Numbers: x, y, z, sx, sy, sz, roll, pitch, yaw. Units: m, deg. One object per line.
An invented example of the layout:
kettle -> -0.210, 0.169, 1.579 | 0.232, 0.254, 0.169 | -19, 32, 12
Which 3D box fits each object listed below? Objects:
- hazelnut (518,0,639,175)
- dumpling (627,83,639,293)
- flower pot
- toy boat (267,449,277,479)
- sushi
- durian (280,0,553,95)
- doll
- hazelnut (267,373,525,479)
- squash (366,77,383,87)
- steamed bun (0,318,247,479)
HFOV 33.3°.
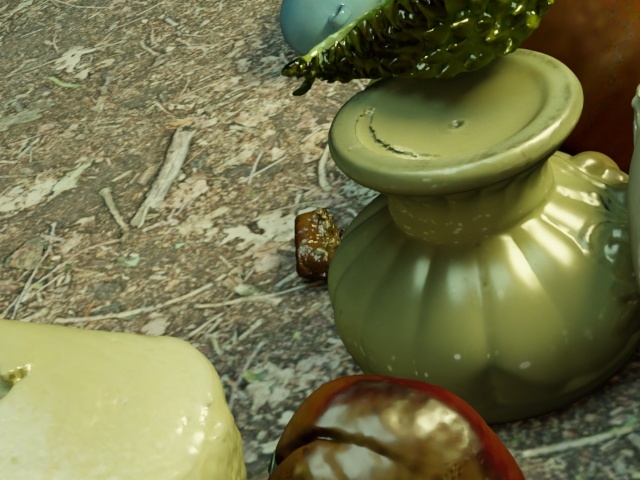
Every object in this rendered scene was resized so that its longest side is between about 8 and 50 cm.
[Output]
hazelnut -> 0.287, -0.238, 1.105 | 0.365, 0.366, 0.366 | -14, 33, 9
dumpling -> 0.357, -0.011, 0.780 | 0.260, 0.181, 0.341 | 7, 24, 1
flower pot -> 0.143, -0.016, 0.943 | 0.307, 0.244, 0.307 | -13, 34, 9
toy boat -> -0.025, 0.230, 0.836 | 0.060, 0.055, 0.141 | -32, 27, 26
sushi -> 0.001, 0.003, 1.166 | 0.060, 0.061, 0.118 | -8, 53, 2
durian -> 0.132, -0.210, 0.897 | 0.375, 0.107, 0.132 | -29, 16, 25
doll -> 0.017, -0.366, 1.627 | 0.177, 0.141, 0.314 | -47, 17, 15
hazelnut -> 0.048, 0.191, 0.756 | 0.208, 0.208, 0.208 | -14, 33, 9
squash -> 0.180, -0.214, 1.427 | 0.236, 0.155, 0.204 | -29, 70, -18
steamed bun -> -0.186, 0.224, 0.746 | 0.273, 0.290, 0.272 | -3, 49, 10
